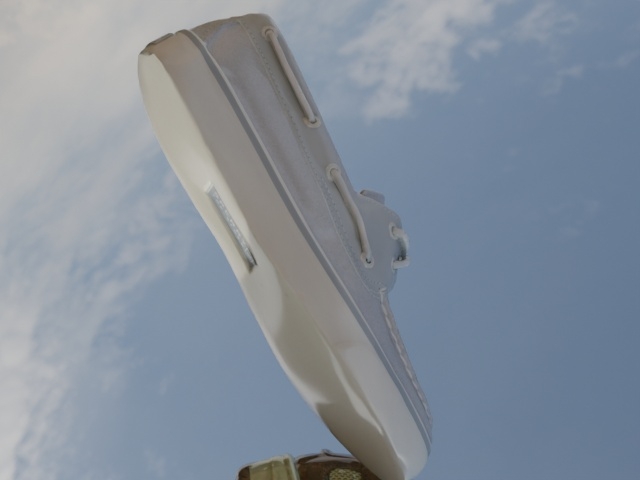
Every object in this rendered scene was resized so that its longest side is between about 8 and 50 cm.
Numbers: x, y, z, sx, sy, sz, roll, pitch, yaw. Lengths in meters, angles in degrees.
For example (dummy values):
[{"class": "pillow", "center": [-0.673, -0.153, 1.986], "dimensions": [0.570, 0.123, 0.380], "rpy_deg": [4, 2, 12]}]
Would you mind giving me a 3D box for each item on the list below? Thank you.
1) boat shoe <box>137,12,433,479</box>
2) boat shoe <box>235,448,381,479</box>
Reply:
[{"class": "boat shoe", "center": [0.000, 0.000, 0.343], "dimensions": [0.063, 0.184, 0.066], "rpy_deg": [-30, 175, -22]}, {"class": "boat shoe", "center": [0.026, 0.166, 0.332], "dimensions": [0.095, 0.095, 0.257], "rpy_deg": [-10, -147, -5]}]
